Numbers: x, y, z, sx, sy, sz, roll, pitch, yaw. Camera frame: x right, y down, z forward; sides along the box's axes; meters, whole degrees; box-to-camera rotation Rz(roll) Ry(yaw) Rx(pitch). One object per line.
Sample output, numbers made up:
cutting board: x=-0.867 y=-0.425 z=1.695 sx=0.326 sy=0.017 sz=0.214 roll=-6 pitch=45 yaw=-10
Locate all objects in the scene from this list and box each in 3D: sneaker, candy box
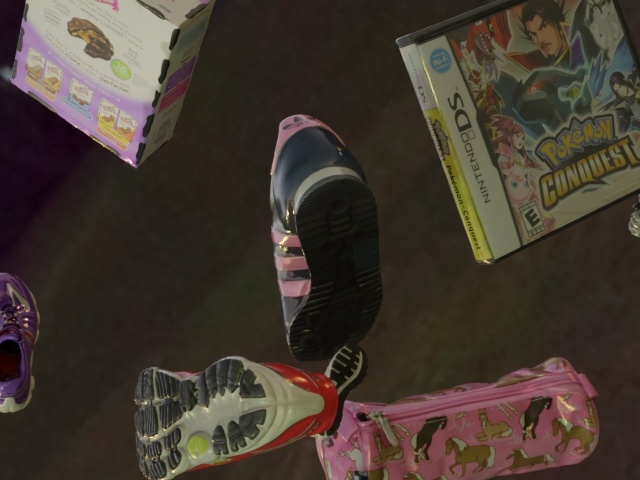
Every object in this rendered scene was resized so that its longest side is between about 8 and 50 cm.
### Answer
sneaker: x=0.000 y=0.000 z=1.624 sx=0.319 sy=0.112 sz=0.131 roll=95 pitch=157 yaw=-50
sneaker: x=-0.082 y=0.165 z=1.400 sx=0.279 sy=0.118 sz=0.107 roll=-13 pitch=77 yaw=55
sneaker: x=-0.342 y=0.105 z=1.699 sx=0.071 sy=0.068 sz=0.169 roll=108 pitch=154 yaw=-55
sneaker: x=0.010 y=0.147 z=1.515 sx=0.044 sy=0.040 sz=0.109 roll=-25 pitch=29 yaw=56
candy box: x=-0.204 y=-0.194 z=1.485 sx=0.070 sy=0.165 sz=0.196 roll=-46 pitch=-13 yaw=-42

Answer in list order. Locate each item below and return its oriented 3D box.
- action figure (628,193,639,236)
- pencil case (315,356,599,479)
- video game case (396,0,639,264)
action figure: x=0.513 y=-0.061 z=2.098 sx=0.141 sy=0.275 sz=0.164 roll=-18 pitch=-22 yaw=-44
pencil case: x=0.191 y=0.265 z=2.117 sx=0.167 sy=0.386 sz=0.160 roll=178 pitch=84 yaw=-69
video game case: x=0.234 y=-0.138 z=1.608 sx=0.275 sy=0.248 sz=0.035 roll=-24 pitch=8 yaw=-28
